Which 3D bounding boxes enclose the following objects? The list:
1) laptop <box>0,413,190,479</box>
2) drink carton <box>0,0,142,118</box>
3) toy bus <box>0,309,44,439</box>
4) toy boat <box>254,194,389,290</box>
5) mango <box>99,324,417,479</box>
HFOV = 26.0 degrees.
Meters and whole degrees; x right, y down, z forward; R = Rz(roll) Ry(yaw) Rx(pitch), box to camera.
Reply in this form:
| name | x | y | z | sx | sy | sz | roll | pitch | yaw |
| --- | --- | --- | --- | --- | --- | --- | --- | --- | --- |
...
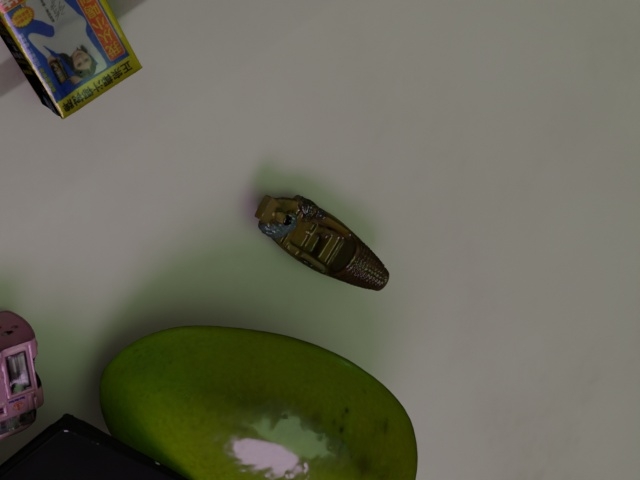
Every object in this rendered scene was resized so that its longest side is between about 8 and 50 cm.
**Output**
| name | x | y | z | sx | sy | sz | roll | pitch | yaw |
| --- | --- | --- | --- | --- | --- | --- | --- | --- | --- |
| laptop | -0.200 | 0.206 | 1.014 | 0.197 | 0.016 | 0.135 | -37 | 129 | 22 |
| drink carton | -0.190 | -0.169 | 0.920 | 0.071 | 0.056 | 0.166 | -34 | 124 | -12 |
| toy bus | -0.291 | 0.114 | 0.948 | 0.203 | 0.063 | 0.090 | -19 | 120 | -28 |
| toy boat | 0.000 | 0.000 | 1.127 | 0.149 | 0.049 | 0.047 | 32 | 87 | -39 |
| mango | -0.035 | 0.159 | 1.083 | 0.185 | 0.149 | 0.273 | -25 | 132 | 25 |
